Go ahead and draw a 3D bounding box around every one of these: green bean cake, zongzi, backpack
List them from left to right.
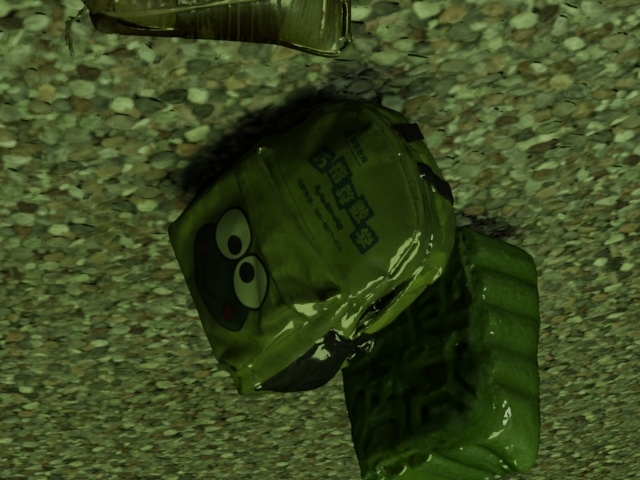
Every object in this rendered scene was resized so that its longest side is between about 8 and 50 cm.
[{"bbox_3d":[-0.065,-0.201,0.717,0.187,0.084,0.184,0,136,-10],"label":"zongzi"},{"bbox_3d":[0.000,0.000,0.971,0.253,0.207,0.140,-39,156,31],"label":"backpack"},{"bbox_3d":[0.124,0.132,1.197,0.125,0.248,0.222,16,144,-37],"label":"green bean cake"}]
